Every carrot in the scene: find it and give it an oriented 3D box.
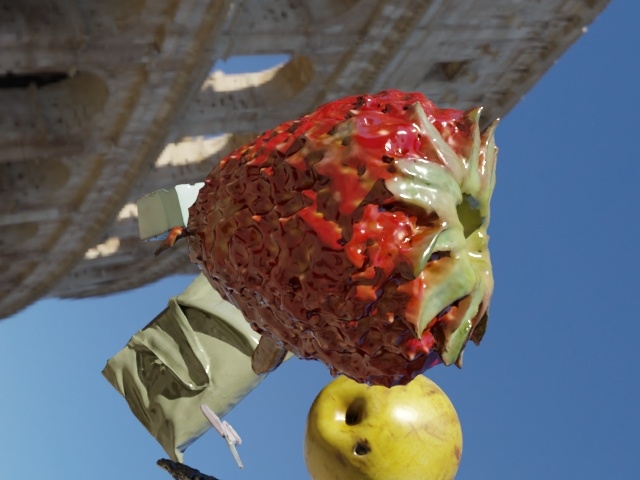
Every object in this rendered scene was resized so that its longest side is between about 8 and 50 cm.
[{"bbox_3d":[-0.064,0.147,1.254,0.048,0.048,0.139,62,-30,25],"label":"carrot"}]

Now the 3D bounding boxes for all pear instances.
[{"bbox_3d":[0.103,0.343,1.589,0.280,0.280,0.281,19,-67,52],"label":"pear"}]

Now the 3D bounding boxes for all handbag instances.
[{"bbox_3d":[-0.232,0.225,1.763,0.253,0.316,0.109,44,-2,17],"label":"handbag"}]

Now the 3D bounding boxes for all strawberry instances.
[{"bbox_3d":[-0.001,0.000,0.904,0.343,0.292,0.292,-4,-84,26],"label":"strawberry"}]

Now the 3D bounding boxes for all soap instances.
[{"bbox_3d":[-0.285,-0.057,1.922,0.230,0.145,0.091,-17,-98,64],"label":"soap"}]

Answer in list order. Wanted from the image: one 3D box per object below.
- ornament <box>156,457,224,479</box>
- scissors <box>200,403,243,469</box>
[{"bbox_3d":[-0.085,0.345,1.132,0.260,0.106,0.251,24,-18,6],"label":"ornament"},{"bbox_3d":[-0.151,0.331,1.548,0.100,0.015,0.189,48,-5,-22],"label":"scissors"}]
